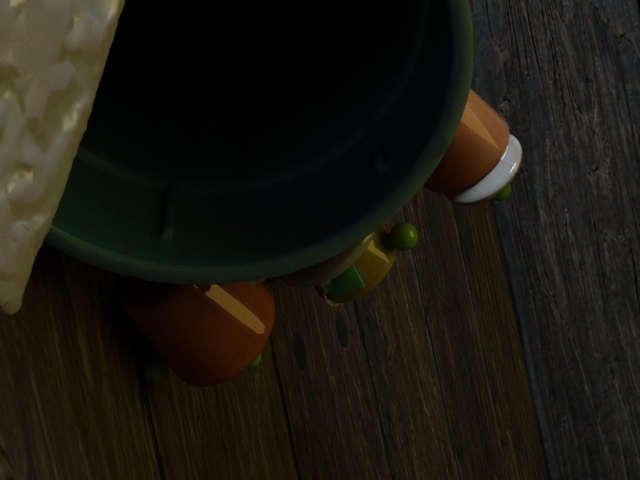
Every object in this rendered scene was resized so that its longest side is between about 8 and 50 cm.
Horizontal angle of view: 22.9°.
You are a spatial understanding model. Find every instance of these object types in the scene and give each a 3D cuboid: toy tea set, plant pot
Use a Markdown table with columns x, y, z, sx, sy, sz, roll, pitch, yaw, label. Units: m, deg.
| x | y | z | sx | sy | sz | roll | pitch | yaw | label |
| --- | --- | --- | --- | --- | --- | --- | --- | --- | --- |
| 0.000 | 0.000 | 1.176 | 0.124 | 0.336 | 0.200 | 46 | 44 | -35 | toy tea set |
| -0.076 | -0.204 | 1.096 | 0.334 | 0.341 | 0.341 | -90 | 161 | -55 | plant pot |

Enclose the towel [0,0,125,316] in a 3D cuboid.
| x | y | z | sx | sy | sz | roll | pitch | yaw | label |
| --- | --- | --- | --- | --- | --- | --- | --- | --- | --- |
| -0.185 | -0.161 | 0.569 | 0.332 | 0.053 | 0.317 | 32 | 70 | -53 | towel |
